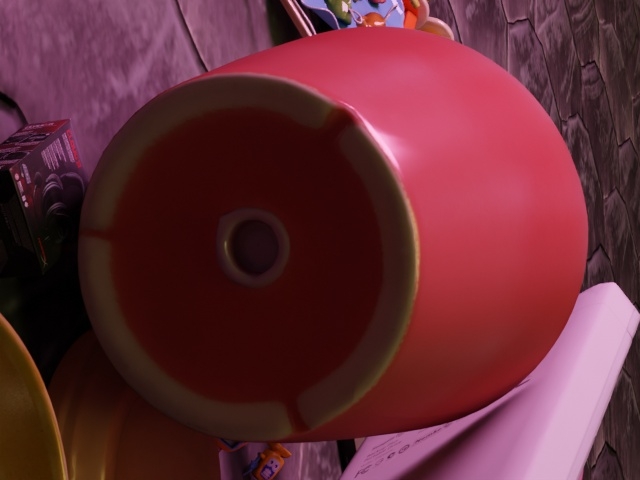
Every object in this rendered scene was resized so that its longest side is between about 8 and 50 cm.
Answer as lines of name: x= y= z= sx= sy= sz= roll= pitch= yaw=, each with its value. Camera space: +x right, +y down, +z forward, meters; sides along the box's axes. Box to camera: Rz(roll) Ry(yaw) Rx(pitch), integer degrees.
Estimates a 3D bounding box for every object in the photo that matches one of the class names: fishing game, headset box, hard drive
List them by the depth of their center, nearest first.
headset box: x=-0.154 y=-0.025 z=0.844 sx=0.083 sy=0.032 sz=0.062 roll=-53 pitch=134 yaw=-59
hard drive: x=0.071 y=0.169 z=0.985 sx=0.047 sy=0.233 sz=0.353 roll=52 pitch=32 yaw=-6
fishing game: x=0.028 y=-0.219 z=1.298 sx=0.189 sy=0.041 sz=0.264 roll=60 pitch=27 yaw=-6

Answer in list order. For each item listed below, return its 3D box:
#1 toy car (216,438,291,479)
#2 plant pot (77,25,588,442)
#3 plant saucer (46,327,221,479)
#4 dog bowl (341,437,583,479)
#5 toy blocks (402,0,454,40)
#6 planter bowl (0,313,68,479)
toy car: x=-0.046 y=0.145 z=1.070 sx=0.040 sy=0.060 sz=0.122 roll=-53 pitch=137 yaw=-15
plant pot: x=0.000 y=0.000 z=0.905 sx=0.243 sy=0.275 sz=0.275 roll=-10 pitch=95 yaw=-70
plant saucer: x=-0.107 y=0.148 z=0.925 sx=0.200 sy=0.037 sz=0.200 roll=-5 pitch=90 yaw=-70
dog bowl: x=0.147 y=0.114 z=1.462 sx=0.408 sy=0.150 sz=0.408 roll=-6 pitch=90 yaw=-70
toy blocks: x=0.086 y=-0.184 z=1.503 sx=0.148 sy=0.054 sz=0.123 roll=-73 pitch=151 yaw=-45
planter bowl: x=-0.192 y=0.124 z=0.622 sx=0.217 sy=0.090 sz=0.217 roll=-5 pitch=90 yaw=-71
